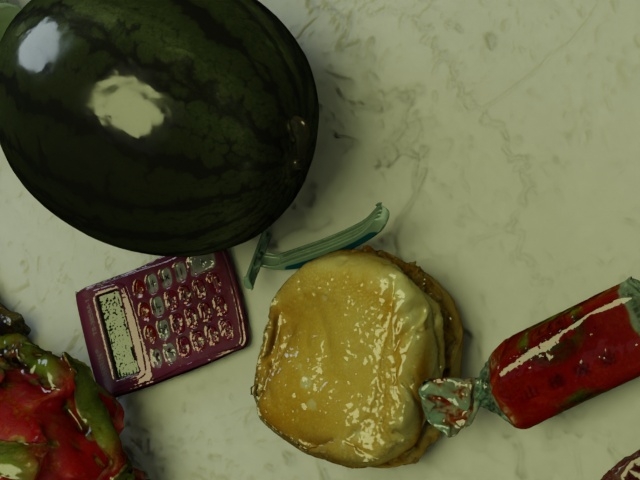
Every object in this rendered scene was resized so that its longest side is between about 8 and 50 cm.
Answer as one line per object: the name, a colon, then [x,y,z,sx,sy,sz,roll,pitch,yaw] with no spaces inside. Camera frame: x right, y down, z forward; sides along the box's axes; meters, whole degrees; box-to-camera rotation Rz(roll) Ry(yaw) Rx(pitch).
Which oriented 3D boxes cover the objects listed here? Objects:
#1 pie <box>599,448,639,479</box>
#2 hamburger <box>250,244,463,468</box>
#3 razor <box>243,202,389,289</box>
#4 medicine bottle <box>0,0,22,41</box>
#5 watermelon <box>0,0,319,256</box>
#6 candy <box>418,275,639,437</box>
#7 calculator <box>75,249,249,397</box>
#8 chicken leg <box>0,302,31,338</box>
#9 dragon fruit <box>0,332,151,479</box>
pie: [0.327,0.274,1.523,0.204,0.054,0.219,-36,65,22]
hamburger: [0.037,0.109,1.680,0.213,0.108,0.214,-5,80,31]
razor: [0.002,0.002,1.728,0.191,0.037,0.068,-18,44,44]
medicine bottle: [-0.408,-0.235,1.963,0.143,0.147,0.147,42,105,26]
watermelon: [-0.152,-0.124,1.722,0.359,0.279,0.279,21,95,27]
candy: [0.224,0.101,1.577,0.292,0.059,0.086,-27,93,14]
calculator: [-0.163,0.083,1.847,0.190,0.034,0.127,-21,73,21]
chicken leg: [-0.401,0.062,1.971,0.196,0.080,0.125,7,98,24]
dragon fruit: [-0.318,0.224,1.812,0.302,0.237,0.231,15,136,17]
